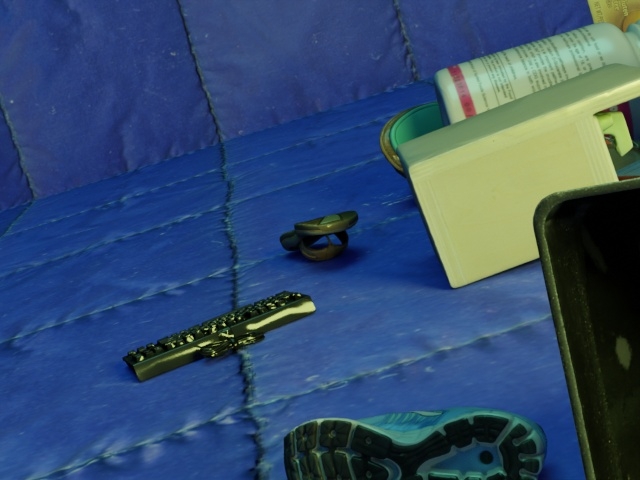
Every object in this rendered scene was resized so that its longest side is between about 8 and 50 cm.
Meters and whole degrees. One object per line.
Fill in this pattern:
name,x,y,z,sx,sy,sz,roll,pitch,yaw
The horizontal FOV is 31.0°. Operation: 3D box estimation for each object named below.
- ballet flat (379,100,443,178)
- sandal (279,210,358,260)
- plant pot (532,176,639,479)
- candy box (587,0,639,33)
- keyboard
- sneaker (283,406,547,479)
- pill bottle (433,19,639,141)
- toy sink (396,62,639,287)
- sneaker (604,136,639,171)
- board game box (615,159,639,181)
ballet flat,0.189,-0.136,1.544,0.342,0.116,0.124,-26,-6,-36
sandal,0.000,0.000,1.313,0.072,0.049,0.180,-15,-4,-18
plant pot,0.220,0.047,0.487,0.188,0.187,0.167,-11,3,30
candy box,0.505,-0.253,1.405,0.317,0.182,0.087,-11,14,28
keyboard,-0.095,0.087,1.095,0.180,0.023,0.108,-22,13,-16
sneaker,0.055,0.127,0.659,0.162,0.063,0.073,-6,-2,26
pill bottle,0.287,-0.161,1.350,0.283,0.160,0.160,-17,12,4
toy sink,0.205,-0.062,1.090,0.234,0.131,0.153,-21,12,3
sneaker,0.309,-0.091,1.231,0.158,0.064,0.061,-22,13,-22
board game box,0.441,-0.102,1.187,0.281,0.027,0.145,-24,13,-29
